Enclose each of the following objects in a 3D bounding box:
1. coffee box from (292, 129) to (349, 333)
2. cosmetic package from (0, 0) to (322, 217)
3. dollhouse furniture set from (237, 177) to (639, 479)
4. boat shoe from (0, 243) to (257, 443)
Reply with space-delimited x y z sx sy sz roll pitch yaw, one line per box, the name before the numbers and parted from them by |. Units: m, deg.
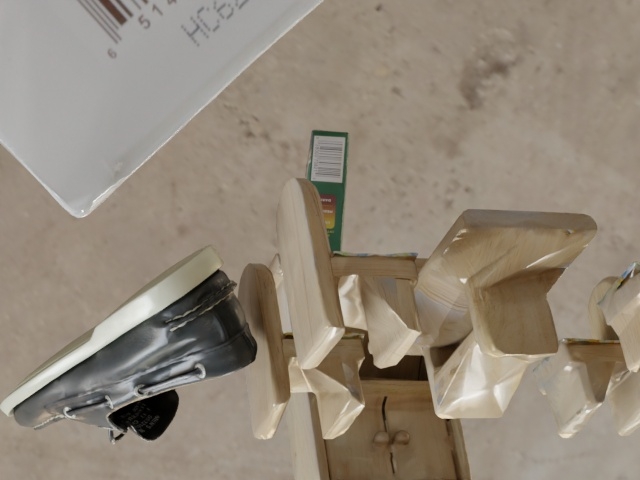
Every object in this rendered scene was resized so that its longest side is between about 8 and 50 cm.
coffee box | 0.000 0.000 1.407 0.040 0.184 0.113 5 153 -2
cosmetic package | -0.118 -0.190 0.814 0.230 0.453 0.161 -42 110 1
dollhouse furniture set | 0.097 0.056 1.331 0.362 0.256 0.394 2 148 -20
boat shoe | -0.161 0.117 1.276 0.340 0.113 0.127 -35 -176 42
